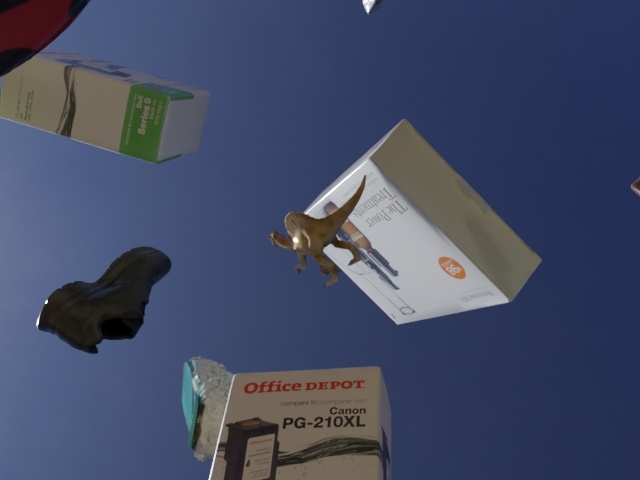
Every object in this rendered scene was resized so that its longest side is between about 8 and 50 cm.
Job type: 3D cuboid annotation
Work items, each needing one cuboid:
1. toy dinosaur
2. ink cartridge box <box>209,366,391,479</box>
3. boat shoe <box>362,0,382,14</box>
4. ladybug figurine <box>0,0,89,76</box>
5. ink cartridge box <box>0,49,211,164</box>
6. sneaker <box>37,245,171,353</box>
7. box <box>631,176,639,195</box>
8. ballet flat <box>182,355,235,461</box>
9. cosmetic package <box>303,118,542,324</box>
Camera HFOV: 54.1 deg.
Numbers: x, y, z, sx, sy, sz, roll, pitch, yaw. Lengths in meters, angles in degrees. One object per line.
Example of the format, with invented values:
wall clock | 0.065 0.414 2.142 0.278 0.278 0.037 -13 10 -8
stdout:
toy dinosaur | 0.000 0.000 0.715 0.092 0.183 0.053 53 -132 -10
ink cartridge box | -0.018 0.252 0.631 0.172 0.100 0.237 -5 -139 11
boat shoe | 0.099 -0.442 1.106 0.035 0.100 0.035 -31 -94 -19
ladybug figurine | -0.361 -0.230 0.526 0.449 0.305 0.162 -30 -109 -6
ink cartridge box | -0.371 -0.241 1.103 0.289 0.211 0.121 17 -73 4
sneaker | -0.351 0.110 1.109 0.130 0.109 0.286 34 -144 11
box | 0.656 -0.090 0.994 0.203 0.167 0.168 -51 -139 18
ballet flat | -0.181 0.306 1.142 0.147 0.409 0.146 0 -89 -15
cosmetic package | 0.133 -0.003 1.033 0.284 0.377 0.097 43 -111 -5
